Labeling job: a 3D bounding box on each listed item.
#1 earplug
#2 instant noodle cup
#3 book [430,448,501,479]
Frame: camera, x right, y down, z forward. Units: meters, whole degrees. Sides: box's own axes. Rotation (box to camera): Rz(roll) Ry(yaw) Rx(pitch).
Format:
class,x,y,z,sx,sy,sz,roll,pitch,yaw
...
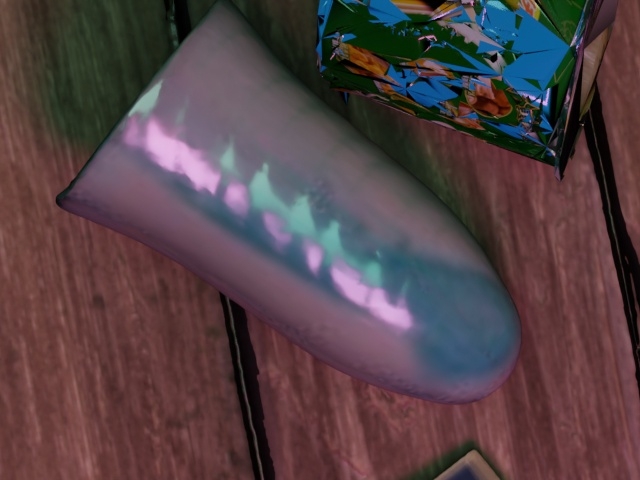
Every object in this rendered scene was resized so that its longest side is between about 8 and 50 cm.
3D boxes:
class,x,y,z,sx,sy,sz,roll,pitch,yaw
earplug,0.000,0.000,1.330,0.324,0.185,0.185,38,92,-7
instant noodle cup,0.106,-0.172,1.294,0.178,0.240,0.240,16,91,10
book,0.053,0.328,1.342,0.322,0.018,0.228,-35,77,-11
